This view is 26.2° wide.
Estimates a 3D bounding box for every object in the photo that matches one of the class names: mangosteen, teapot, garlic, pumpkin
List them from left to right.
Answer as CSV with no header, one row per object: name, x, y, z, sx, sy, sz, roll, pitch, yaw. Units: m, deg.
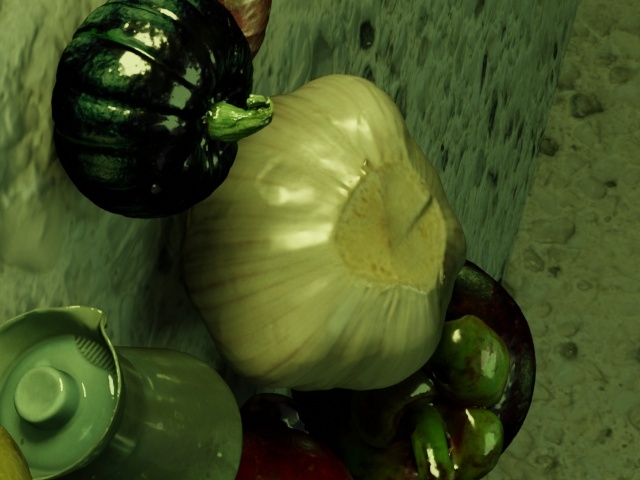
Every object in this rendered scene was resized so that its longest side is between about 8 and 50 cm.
teapot,-0.182,0.160,1.098,0.203,0.171,0.225,-51,152,-4
pumpkin,-0.130,-0.108,1.087,0.194,0.150,0.194,-24,136,-26
mangosteen,-0.059,0.277,1.494,0.215,0.215,0.257,85,5,-45
garlic,0.000,0.000,1.384,0.317,0.259,0.317,14,68,-40
mangosteen,0.107,0.156,1.583,0.311,0.311,0.311,12,90,-73

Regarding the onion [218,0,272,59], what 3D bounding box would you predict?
onion,-0.089,-0.222,1.201,0.151,0.098,0.205,-57,153,-47

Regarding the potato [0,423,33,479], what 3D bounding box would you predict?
potato,-0.263,0.262,0.805,0.218,0.203,0.351,96,6,-62
